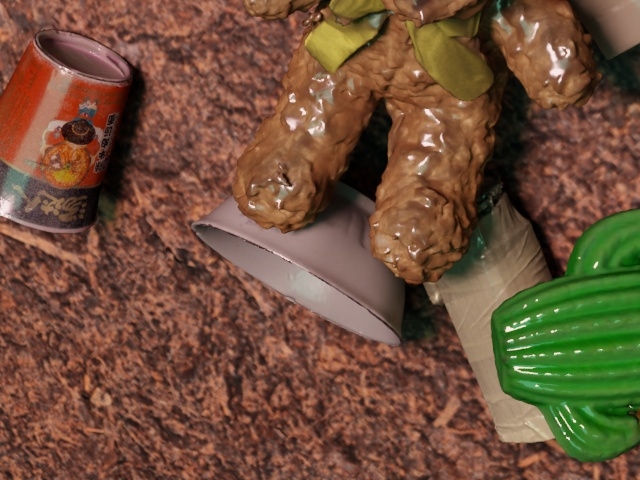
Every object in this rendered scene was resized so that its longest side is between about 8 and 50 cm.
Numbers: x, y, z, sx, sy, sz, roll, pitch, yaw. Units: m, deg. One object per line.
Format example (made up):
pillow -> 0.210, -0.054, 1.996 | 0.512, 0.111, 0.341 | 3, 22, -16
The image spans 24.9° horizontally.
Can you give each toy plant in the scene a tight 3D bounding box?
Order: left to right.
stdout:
toy plant -> 0.237, 0.052, 1.028 | 0.240, 0.088, 0.155 | -32, 79, -4

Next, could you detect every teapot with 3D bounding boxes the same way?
teapot -> 0.131, 0.051, 1.113 | 0.107, 0.077, 0.200 | -7, 110, 49

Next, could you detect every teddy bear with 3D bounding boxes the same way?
teddy bear -> 0.060, -0.128, 0.942 | 0.246, 0.222, 0.296 | 20, 90, 5

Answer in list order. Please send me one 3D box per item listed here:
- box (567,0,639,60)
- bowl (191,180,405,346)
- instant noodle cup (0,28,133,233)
box -> 0.177, -0.319, 0.930 | 0.204, 0.051, 0.365 | -29, 97, 34
bowl -> 0.000, 0.000, 1.123 | 0.189, 0.189, 0.086 | 27, 81, 13
instant noodle cup -> -0.218, -0.094, 1.194 | 0.127, 0.127, 0.136 | 32, 113, 10
